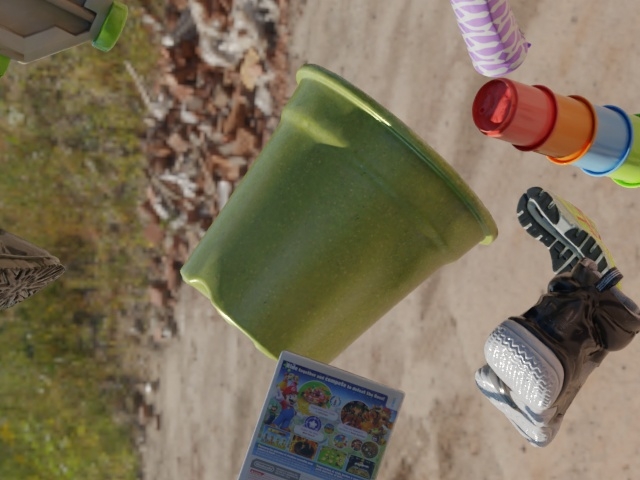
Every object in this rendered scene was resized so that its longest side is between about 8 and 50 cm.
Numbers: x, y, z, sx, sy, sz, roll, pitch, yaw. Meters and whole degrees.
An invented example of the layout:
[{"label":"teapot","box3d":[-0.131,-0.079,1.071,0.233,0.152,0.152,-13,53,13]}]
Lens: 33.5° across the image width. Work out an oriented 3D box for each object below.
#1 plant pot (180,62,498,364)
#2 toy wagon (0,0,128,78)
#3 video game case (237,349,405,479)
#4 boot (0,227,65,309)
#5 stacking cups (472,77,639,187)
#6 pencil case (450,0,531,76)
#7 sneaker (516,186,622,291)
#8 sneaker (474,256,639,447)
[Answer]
[{"label":"plant pot","box3d":[0.000,0.000,1.120,0.254,0.276,0.276,-48,20,-5]},{"label":"toy wagon","box3d":[-0.320,-0.291,1.084,0.344,0.267,0.068,-62,23,10]},{"label":"video game case","box3d":[-0.004,0.144,0.703,0.011,0.087,0.122,32,-103,-87]},{"label":"boot","box3d":[-0.321,-0.044,0.932,0.208,0.076,0.189,54,179,9]},{"label":"stacking cups","box3d":[0.306,-0.117,1.200,0.096,0.316,0.096,-12,74,49]},{"label":"pencil case","box3d":[0.226,-0.318,1.446,0.206,0.088,0.086,59,-178,-44]},{"label":"sneaker","box3d":[0.355,0.010,1.439,0.081,0.094,0.208,-48,50,31]},{"label":"sneaker","box3d":[0.239,0.109,1.039,0.101,0.153,0.268,47,171,21]}]
